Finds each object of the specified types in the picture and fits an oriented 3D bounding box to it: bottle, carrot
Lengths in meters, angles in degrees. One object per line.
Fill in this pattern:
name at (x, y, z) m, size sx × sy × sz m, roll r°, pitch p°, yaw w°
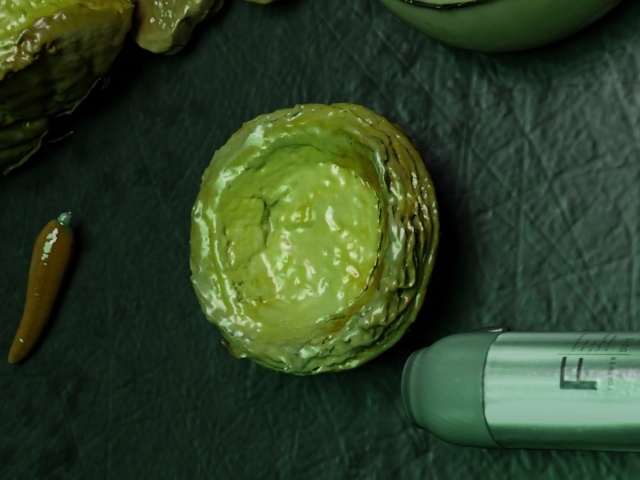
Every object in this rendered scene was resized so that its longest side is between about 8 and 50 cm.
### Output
bottle at (0.177, 0.092, 1.007) m, size 0.253 × 0.079 × 0.096 m, roll -4°, pitch 41°, yaw 32°
carrot at (-0.235, 0.041, 1.307) m, size 0.035 × 0.035 × 0.142 m, roll 23°, pitch 98°, yaw 34°

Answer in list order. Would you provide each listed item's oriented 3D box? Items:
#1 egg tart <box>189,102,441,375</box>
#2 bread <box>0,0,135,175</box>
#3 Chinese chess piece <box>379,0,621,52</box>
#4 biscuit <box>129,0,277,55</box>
egg tart at (0.001, 0.001, 1.127) m, size 0.212 × 0.090 × 0.213 m, roll -9°, pitch 74°, yaw 32°
bread at (-0.286, -0.157, 1.292) m, size 0.260 × 0.147 × 0.160 m, roll -32°, pitch 69°, yaw 38°
Chinese chess piece at (0.128, -0.257, 1.089) m, size 0.249 × 0.103 × 0.250 m, roll -8°, pitch 76°, yaw 32°
biscuit at (-0.069, -0.329, 1.257) m, size 0.269 × 0.051 × 0.376 m, roll 27°, pitch 99°, yaw 32°
